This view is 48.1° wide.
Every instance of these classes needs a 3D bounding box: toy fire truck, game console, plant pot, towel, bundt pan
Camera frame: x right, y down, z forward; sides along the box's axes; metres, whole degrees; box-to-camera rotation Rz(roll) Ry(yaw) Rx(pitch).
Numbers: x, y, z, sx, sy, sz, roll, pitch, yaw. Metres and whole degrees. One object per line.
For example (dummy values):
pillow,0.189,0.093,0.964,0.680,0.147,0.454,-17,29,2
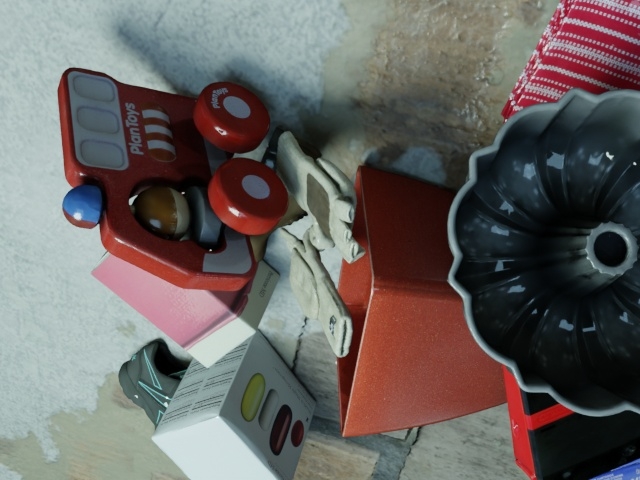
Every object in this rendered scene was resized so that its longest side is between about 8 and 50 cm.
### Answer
toy fire truck,-0.197,-0.075,0.900,0.254,0.302,0.169,6,145,-32
game console,0.426,0.157,0.938,0.387,0.060,0.342,-22,124,-5
plant pot,0.154,0.086,0.965,0.236,0.267,0.267,5,126,-5
towel,0.356,-0.214,0.831,0.199,0.031,0.274,22,126,-1
bundt pan,0.284,0.015,0.762,0.331,0.124,0.330,0,83,-2

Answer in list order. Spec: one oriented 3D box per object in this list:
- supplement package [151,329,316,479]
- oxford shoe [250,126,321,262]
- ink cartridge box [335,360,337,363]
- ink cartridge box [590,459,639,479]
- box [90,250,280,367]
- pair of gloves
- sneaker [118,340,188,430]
supplement package,-0.136,0.301,1.211,0.149,0.203,0.194,-24,115,28
oxford shoe,-0.059,-0.044,1.030,0.096,0.082,0.227,21,128,-5
ink cartridge box,0.067,0.230,1.215,0.083,0.028,0.048,41,124,-13
ink cartridge box,0.564,0.419,1.153,0.186,0.065,0.311,-32,121,30
box,-0.198,0.052,1.091,0.232,0.148,0.127,42,123,-15
pair of gloves,0.000,0.000,0.910,0.042,0.204,0.240,-14,125,-22
sneaker,-0.250,0.298,1.272,0.267,0.101,0.106,47,109,10
